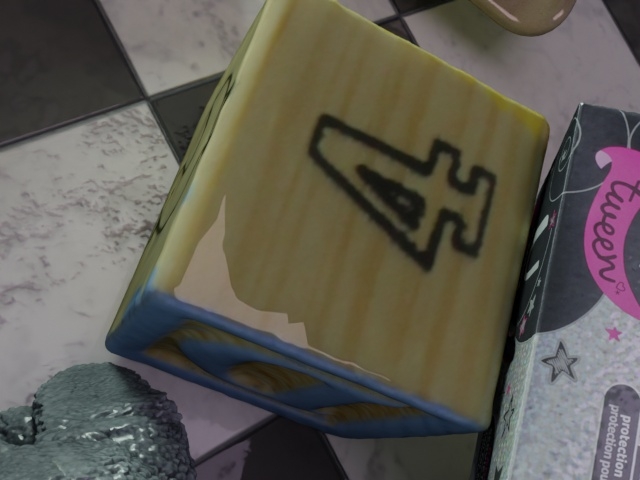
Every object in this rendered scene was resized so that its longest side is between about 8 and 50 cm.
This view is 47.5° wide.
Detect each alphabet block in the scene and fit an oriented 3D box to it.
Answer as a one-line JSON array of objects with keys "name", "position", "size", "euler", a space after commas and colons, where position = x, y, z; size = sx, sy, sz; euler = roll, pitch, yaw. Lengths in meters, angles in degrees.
[{"name": "alphabet block", "position": [0.000, 0.000, 0.461], "size": [0.194, 0.192, 0.197], "euler": [25, 66, -16]}]

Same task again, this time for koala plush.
[{"name": "koala plush", "position": [-0.142, 0.196, 0.355], "size": [0.196, 0.203, 0.221], "euler": [-7, 97, -37]}]

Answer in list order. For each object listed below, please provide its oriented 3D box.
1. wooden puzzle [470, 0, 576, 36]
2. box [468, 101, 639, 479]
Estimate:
[{"name": "wooden puzzle", "position": [0.119, -0.381, 0.689], "size": [0.348, 0.080, 0.322], "euler": [33, 65, -5]}, {"name": "box", "position": [0.182, 0.074, 0.396], "size": [0.164, 0.142, 0.247], "euler": [14, 72, 10]}]
